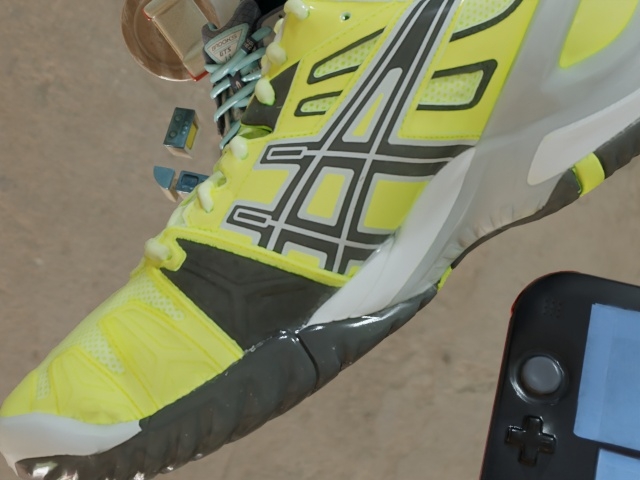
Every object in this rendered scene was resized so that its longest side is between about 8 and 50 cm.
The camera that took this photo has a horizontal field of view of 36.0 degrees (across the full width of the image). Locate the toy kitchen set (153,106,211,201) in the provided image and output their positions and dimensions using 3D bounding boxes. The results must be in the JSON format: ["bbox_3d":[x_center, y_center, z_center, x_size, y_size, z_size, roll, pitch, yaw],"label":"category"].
[{"bbox_3d":[-0.193,-0.155,1.797,0.207,0.122,0.166,12,71,11],"label":"toy kitchen set"}]

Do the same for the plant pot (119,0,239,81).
[{"bbox_3d":[-0.223,-0.427,1.795,0.323,0.280,0.323,6,119,11],"label":"plant pot"}]

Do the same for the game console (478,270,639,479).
[{"bbox_3d":[0.358,0.219,0.972,0.387,0.060,0.342,13,65,7],"label":"game console"}]

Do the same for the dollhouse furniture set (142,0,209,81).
[{"bbox_3d":[-0.068,-0.296,1.096,0.259,0.135,0.262,-36,97,1],"label":"dollhouse furniture set"}]

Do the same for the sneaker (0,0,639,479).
[{"bbox_3d":[0.000,-0.031,0.475,0.385,0.145,0.147,-37,98,-8],"label":"sneaker"}]

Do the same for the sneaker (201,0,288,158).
[{"bbox_3d":[-0.045,-0.100,0.714,0.110,0.122,0.283,-16,51,31],"label":"sneaker"}]
